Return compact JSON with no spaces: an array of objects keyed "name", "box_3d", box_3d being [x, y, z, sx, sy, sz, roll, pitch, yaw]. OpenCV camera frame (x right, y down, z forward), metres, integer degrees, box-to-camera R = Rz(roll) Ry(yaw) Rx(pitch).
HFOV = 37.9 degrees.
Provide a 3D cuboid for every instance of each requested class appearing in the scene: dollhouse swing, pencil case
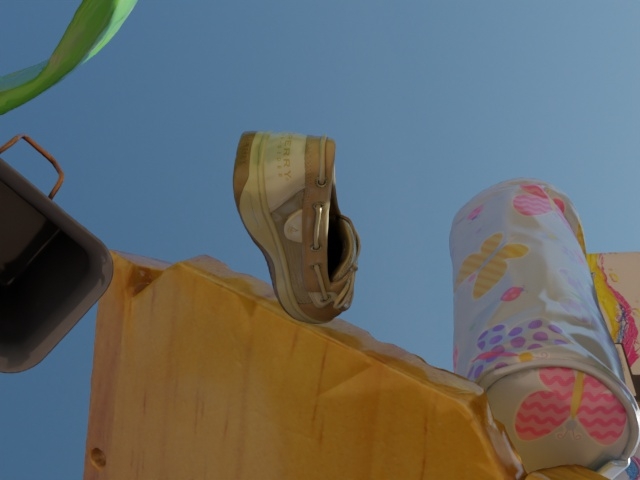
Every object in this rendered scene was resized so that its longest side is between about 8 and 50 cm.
[{"name":"dollhouse swing","box_3d":[0.054,0.162,0.709,0.346,0.315,0.305,24,-155,31]},{"name":"pencil case","box_3d":[0.155,0.060,0.685,0.124,0.113,0.273,49,-157,-17]}]

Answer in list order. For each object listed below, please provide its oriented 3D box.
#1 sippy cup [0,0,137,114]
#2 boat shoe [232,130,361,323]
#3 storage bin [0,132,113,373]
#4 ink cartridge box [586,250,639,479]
[{"name":"sippy cup","box_3d":[-0.199,-0.196,0.313,0.224,0.240,0.306,-20,-105,13]},{"name":"boat shoe","box_3d":[0.000,-0.002,0.469,0.048,0.153,0.056,-2,-124,14]},{"name":"storage bin","box_3d":[-0.179,-0.016,0.478,0.098,0.091,0.135,-47,-63,-1]},{"name":"ink cartridge box","box_3d":[0.295,0.120,0.909,0.278,0.117,0.201,-3,-130,13]}]
